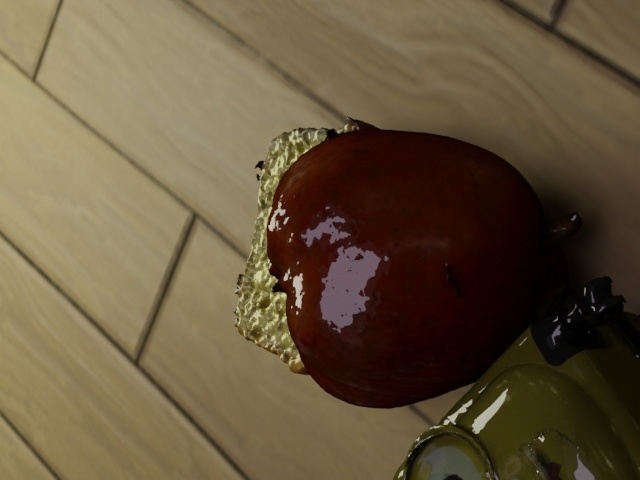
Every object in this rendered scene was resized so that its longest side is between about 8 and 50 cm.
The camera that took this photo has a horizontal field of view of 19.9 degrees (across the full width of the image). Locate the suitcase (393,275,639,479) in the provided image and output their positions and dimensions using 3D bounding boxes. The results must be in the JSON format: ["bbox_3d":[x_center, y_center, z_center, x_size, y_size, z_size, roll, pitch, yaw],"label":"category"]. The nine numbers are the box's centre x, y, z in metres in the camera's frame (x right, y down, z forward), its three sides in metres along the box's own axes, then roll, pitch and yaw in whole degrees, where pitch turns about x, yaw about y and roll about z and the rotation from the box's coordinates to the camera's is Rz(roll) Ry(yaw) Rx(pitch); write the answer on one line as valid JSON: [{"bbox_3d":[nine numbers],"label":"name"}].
[{"bbox_3d":[0.156,0.159,1.095,0.235,0.143,0.194,-51,56,32],"label":"suitcase"}]

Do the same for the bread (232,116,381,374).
[{"bbox_3d":[0.000,0.000,1.312,0.103,0.065,0.187,16,102,46],"label":"bread"}]

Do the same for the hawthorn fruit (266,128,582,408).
[{"bbox_3d":[0.068,0.012,1.171,0.202,0.185,0.185,-11,80,13],"label":"hawthorn fruit"}]
